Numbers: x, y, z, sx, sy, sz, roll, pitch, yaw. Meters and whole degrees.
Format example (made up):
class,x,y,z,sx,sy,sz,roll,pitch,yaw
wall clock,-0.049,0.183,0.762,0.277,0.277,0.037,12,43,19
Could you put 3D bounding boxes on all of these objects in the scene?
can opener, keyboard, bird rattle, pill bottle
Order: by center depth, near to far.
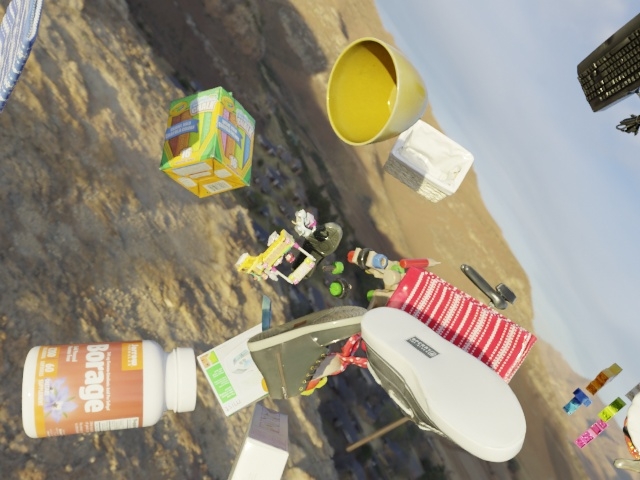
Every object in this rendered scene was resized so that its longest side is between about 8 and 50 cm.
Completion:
class,x,y,z,sx,sy,sz,roll,pitch,yaw
pill bottle,-0.287,0.201,0.785,0.121,0.216,0.121,179,-90,-71
keyboard,0.617,-0.312,1.130,0.201,0.033,0.317,61,2,3
bird rattle,-0.009,0.285,1.222,0.207,0.253,0.143,-12,88,-48
can opener,0.465,0.130,1.593,0.186,0.073,0.059,39,-9,-7

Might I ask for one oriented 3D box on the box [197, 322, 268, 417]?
class,x,y,z,sx,sy,sz,roll,pitch,yaw
box,-0.268,0.462,2.000,0.231,0.262,0.127,60,-18,15

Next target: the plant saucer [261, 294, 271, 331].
class,x,y,z,sx,sy,sz,roll,pitch,yaw
plant saucer,-0.159,0.219,1.671,0.119,0.021,0.119,-179,-90,-90

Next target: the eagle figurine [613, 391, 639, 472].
class,x,y,z,sx,sy,sz,roll,pitch,yaw
eagle figurine,0.502,0.252,0.607,0.225,0.298,0.226,-11,87,-46

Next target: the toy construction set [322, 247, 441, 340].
class,x,y,z,sx,sy,sz,roll,pitch,yaw
toy construction set,0.210,0.128,1.550,0.237,0.309,0.257,-1,68,-40

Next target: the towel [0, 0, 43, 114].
class,x,y,z,sx,sy,sz,roll,pitch,yaw
towel,-0.561,-0.325,0.994,0.040,0.336,0.243,16,52,-39

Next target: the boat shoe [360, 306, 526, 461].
class,x,y,z,sx,sy,sz,roll,pitch,yaw
boat shoe,0.147,0.201,0.751,0.301,0.108,0.102,35,-45,53

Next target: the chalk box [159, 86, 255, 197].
class,x,y,z,sx,sy,sz,roll,pitch,yaw
chalk box,-0.305,-0.297,1.568,0.179,0.180,0.289,39,46,-55

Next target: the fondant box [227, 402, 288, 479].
class,x,y,z,sx,sy,sz,roll,pitch,yaw
fondant box,-0.152,0.524,1.257,0.096,0.238,0.330,20,-5,-3

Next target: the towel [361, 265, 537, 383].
class,x,y,z,sx,sy,sz,roll,pitch,yaw
towel,0.214,0.180,1.007,0.275,0.199,0.031,33,-3,43

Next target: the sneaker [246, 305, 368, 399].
class,x,y,z,sx,sy,sz,roll,pitch,yaw
sneaker,-0.007,0.194,0.983,0.083,0.222,0.118,-52,122,-74

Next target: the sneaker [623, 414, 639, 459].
class,x,y,z,sx,sy,sz,roll,pitch,yaw
sneaker,0.636,0.418,1.086,0.175,0.064,0.067,69,15,15

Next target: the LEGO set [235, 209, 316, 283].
class,x,y,z,sx,sy,sz,roll,pitch,yaw
LEGO set,-0.105,0.054,1.367,0.107,0.287,0.132,37,41,-19

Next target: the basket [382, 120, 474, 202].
class,x,y,z,sx,sy,sz,roll,pitch,yaw
basket,0.236,-0.174,1.267,0.167,0.113,0.103,33,-19,0

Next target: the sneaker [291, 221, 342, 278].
class,x,y,z,sx,sy,sz,roll,pitch,yaw
sneaker,0.000,0.000,1.562,0.087,0.227,0.130,29,47,-4

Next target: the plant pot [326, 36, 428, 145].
class,x,y,z,sx,sy,sz,roll,pitch,yaw
plant pot,0.087,-0.191,0.747,0.095,0.134,0.134,-4,54,-39

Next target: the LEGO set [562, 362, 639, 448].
class,x,y,z,sx,sy,sz,roll,pitch,yaw
LEGO set,0.566,0.300,1.108,0.093,0.227,0.087,-18,53,-35
